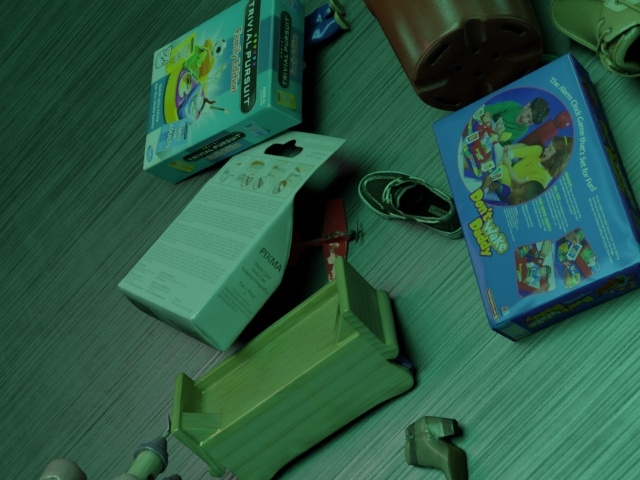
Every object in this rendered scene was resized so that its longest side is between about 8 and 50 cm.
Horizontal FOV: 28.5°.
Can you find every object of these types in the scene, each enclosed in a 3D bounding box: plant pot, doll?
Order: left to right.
[{"bbox_3d":[-0.040,-0.349,2.223,0.189,0.046,0.129,-31,53,21],"label":"doll"},{"bbox_3d":[0.198,-0.356,1.900,0.272,0.272,0.265,-31,54,21],"label":"plant pot"}]

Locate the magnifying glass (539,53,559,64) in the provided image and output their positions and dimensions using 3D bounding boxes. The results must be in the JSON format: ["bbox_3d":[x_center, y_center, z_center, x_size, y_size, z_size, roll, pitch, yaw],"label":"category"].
[{"bbox_3d":[0.281,-0.244,1.948,0.231,0.026,0.092,5,72,39],"label":"magnifying glass"}]

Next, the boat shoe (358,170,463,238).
[{"bbox_3d":[0.135,-0.068,1.942,0.219,0.070,0.078,21,82,41],"label":"boat shoe"}]

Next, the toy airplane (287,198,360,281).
[{"bbox_3d":[0.000,0.000,2.039,0.151,0.028,0.151,-15,62,31],"label":"toy airplane"}]

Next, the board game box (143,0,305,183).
[{"bbox_3d":[-0.173,-0.275,2.226,0.336,0.079,0.254,-22,57,41],"label":"board game box"}]

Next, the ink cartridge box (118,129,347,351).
[{"bbox_3d":[-0.130,-0.015,2.073,0.385,0.091,0.308,-49,28,-15],"label":"ink cartridge box"}]

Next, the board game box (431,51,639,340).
[{"bbox_3d":[0.314,-0.062,1.787,0.233,0.078,0.347,-26,59,25],"label":"board game box"}]

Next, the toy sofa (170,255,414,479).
[{"bbox_3d":[-0.041,0.208,1.914,0.362,0.177,0.150,-37,27,17],"label":"toy sofa"}]

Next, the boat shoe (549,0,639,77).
[{"bbox_3d":[0.438,-0.291,1.758,0.110,0.121,0.341,-38,37,-23],"label":"boat shoe"}]

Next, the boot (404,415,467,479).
[{"bbox_3d":[0.159,0.304,1.773,0.087,0.042,0.118,-21,56,35],"label":"boot"}]

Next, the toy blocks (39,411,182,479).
[{"bbox_3d":[-0.247,0.450,1.879,0.309,0.288,0.260,7,30,18],"label":"toy blocks"}]
